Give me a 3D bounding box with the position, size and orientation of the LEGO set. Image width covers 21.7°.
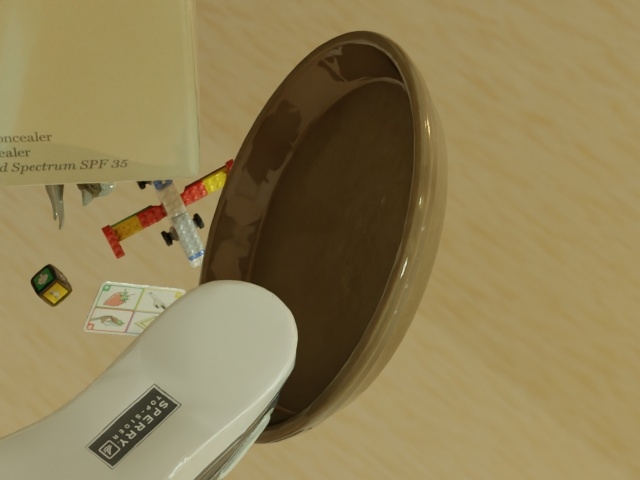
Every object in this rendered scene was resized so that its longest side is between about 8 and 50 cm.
[{"bbox_3d":[-0.092,0.017,1.287,0.244,0.060,0.182,8,120,-34],"label":"LEGO set"}]

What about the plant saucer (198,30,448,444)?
[{"bbox_3d":[0.000,0.000,1.088,0.041,0.278,0.278,19,116,-27],"label":"plant saucer"}]

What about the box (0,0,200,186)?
[{"bbox_3d":[-0.138,-0.185,0.861,0.121,0.148,0.311,-96,-176,-49],"label":"box"}]

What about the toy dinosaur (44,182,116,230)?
[{"bbox_3d":[-0.274,-0.158,1.593,0.160,0.313,0.121,-43,132,-5],"label":"toy dinosaur"}]

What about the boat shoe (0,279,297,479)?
[{"bbox_3d":[-0.131,0.143,0.938,0.301,0.108,0.102,-42,158,-28],"label":"boat shoe"}]
